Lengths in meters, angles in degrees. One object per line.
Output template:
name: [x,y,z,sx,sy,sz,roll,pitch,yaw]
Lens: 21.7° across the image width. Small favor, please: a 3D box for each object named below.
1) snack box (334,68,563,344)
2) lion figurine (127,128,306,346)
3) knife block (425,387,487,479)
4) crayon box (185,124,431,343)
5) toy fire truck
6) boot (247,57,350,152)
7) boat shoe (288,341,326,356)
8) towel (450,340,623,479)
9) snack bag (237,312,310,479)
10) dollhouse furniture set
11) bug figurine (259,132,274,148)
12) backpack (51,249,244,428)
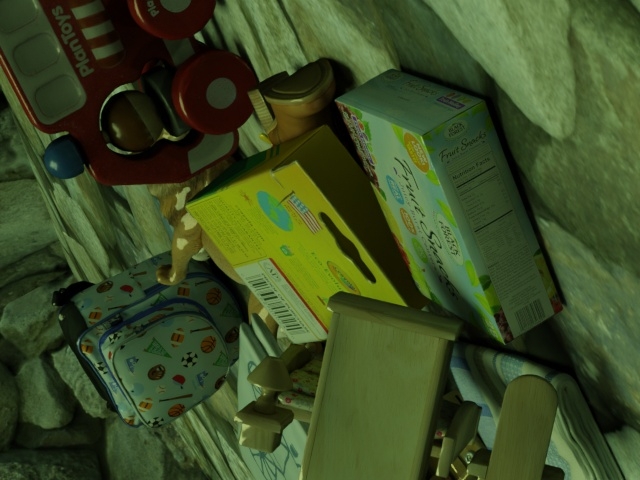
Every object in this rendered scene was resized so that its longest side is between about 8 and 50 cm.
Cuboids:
snack box: [0.109,-0.033,1.432,0.174,0.070,0.207,32,151,62]
lion figurine: [-0.103,0.013,2.185,0.392,0.142,0.240,40,136,18]
knife block: [0.158,0.289,1.917,0.276,0.242,0.088,-52,59,25]
crayon box: [0.000,0.000,1.667,0.202,0.081,0.318,52,159,-10]
toy fire truck: [-0.232,-0.197,1.927,0.169,0.254,0.302,32,148,63]
boot: [0.004,-0.102,1.691,0.152,0.073,0.197,58,170,-11]
boat shoe: [-0.009,0.227,2.232,0.073,0.073,0.207,59,-150,-49]
towel: [0.212,0.202,1.613,0.209,0.034,0.285,64,166,-11]
snack bag: [-0.007,0.291,1.902,0.342,0.037,0.323,57,160,27]
dollhouse furniture set: [0.104,0.125,1.579,0.355,0.303,0.174,-27,-50,-73]
bug figurine: [-0.020,-0.018,1.915,0.216,0.072,0.279,54,161,-1]
backpack: [-0.256,0.151,2.688,0.213,0.263,0.276,38,158,45]
